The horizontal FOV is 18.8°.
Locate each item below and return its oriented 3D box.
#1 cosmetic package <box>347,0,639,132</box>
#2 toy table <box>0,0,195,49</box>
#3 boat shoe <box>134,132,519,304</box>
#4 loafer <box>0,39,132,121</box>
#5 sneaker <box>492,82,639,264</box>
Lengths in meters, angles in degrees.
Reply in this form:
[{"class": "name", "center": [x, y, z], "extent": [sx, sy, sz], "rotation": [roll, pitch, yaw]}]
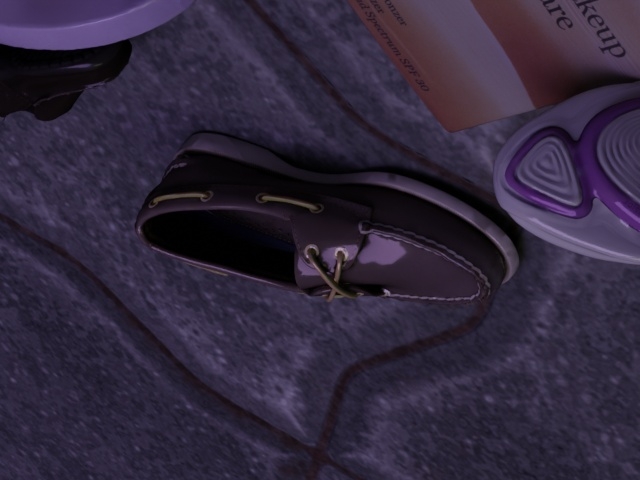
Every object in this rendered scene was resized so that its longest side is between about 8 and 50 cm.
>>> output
[{"class": "cosmetic package", "center": [0.167, -0.182, 1.167], "extent": [0.296, 0.129, 0.153], "rotation": [-15, 120, 49]}, {"class": "toy table", "center": [-0.214, -0.253, 1.345], "extent": [0.274, 0.252, 0.161], "rotation": [2, 151, 28]}, {"class": "boat shoe", "center": [0.000, 0.000, 1.559], "extent": [0.324, 0.097, 0.116], "rotation": [17, 141, 26]}, {"class": "loafer", "center": [-0.223, -0.145, 1.612], "extent": [0.220, 0.080, 0.078], "rotation": [0, 142, 48]}, {"class": "sneaker", "center": [0.248, -0.027, 1.194], "extent": [0.305, 0.114, 0.152], "rotation": [-2, 165, -13]}]
